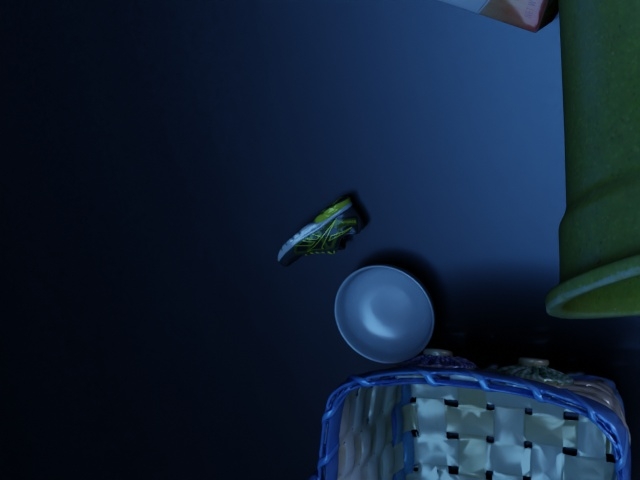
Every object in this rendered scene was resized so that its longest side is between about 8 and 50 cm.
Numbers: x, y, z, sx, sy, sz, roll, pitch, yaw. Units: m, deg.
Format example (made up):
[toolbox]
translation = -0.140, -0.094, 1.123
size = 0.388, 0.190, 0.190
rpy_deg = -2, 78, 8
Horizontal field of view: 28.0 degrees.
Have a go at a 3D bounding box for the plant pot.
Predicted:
[plant pot]
translation = 0.251, -0.102, 0.772
size = 0.276, 0.276, 0.253
rpy_deg = -14, 77, 25

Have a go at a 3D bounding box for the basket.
[basket]
translation = 0.097, 0.190, 0.908
size = 0.255, 0.289, 0.201
rpy_deg = 3, 108, 19

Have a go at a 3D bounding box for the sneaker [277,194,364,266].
[sneaker]
translation = 0.000, 0.000, 1.030
size = 0.083, 0.031, 0.035
rpy_deg = -39, 91, 27

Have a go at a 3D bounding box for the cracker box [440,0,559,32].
[cracker box]
translation = 0.073, -0.258, 0.898
size = 0.232, 0.067, 0.155
rpy_deg = 21, 113, 15

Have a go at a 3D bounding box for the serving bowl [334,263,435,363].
[serving bowl]
translation = 0.054, 0.056, 1.028
size = 0.083, 0.027, 0.083
rpy_deg = 6, 109, 19
